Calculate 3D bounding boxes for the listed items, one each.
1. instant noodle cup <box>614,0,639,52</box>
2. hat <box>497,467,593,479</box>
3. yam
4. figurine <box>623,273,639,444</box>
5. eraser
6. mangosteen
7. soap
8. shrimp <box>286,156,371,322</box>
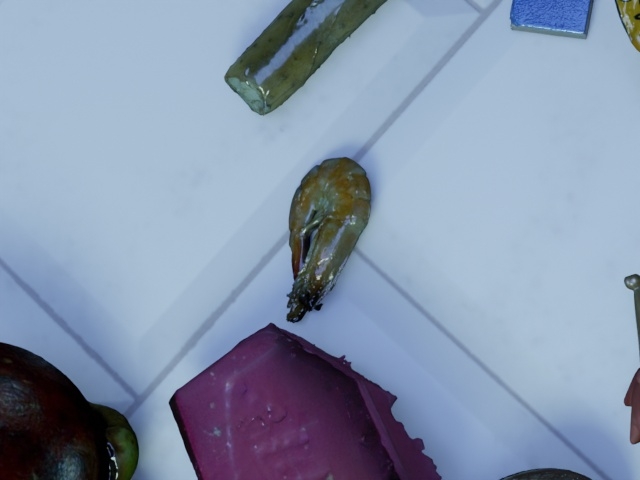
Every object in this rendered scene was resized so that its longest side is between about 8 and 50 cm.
[{"bbox_3d":[0.407,-0.242,1.726,0.216,0.172,0.215,-2,80,14],"label":"instant noodle cup"},{"bbox_3d":[0.207,0.299,1.744,0.193,0.082,0.193,-4,111,-9],"label":"hat"},{"bbox_3d":[0.046,-0.283,1.874,0.371,0.083,0.083,-44,74,3],"label":"yam"},{"bbox_3d":[0.379,0.208,1.661,0.207,0.166,0.387,-27,76,49],"label":"figurine"},{"bbox_3d":[0.249,-0.254,1.842,0.085,0.027,0.063,9,85,15],"label":"eraser"},{"bbox_3d":[-0.337,0.259,1.805,0.306,0.359,0.306,-12,74,47],"label":"mangosteen"},{"bbox_3d":[-0.006,0.245,1.732,0.220,0.127,0.325,-38,61,23],"label":"soap"},{"bbox_3d":[0.000,0.000,1.861,0.101,0.042,0.190,15,86,36],"label":"shrimp"}]
